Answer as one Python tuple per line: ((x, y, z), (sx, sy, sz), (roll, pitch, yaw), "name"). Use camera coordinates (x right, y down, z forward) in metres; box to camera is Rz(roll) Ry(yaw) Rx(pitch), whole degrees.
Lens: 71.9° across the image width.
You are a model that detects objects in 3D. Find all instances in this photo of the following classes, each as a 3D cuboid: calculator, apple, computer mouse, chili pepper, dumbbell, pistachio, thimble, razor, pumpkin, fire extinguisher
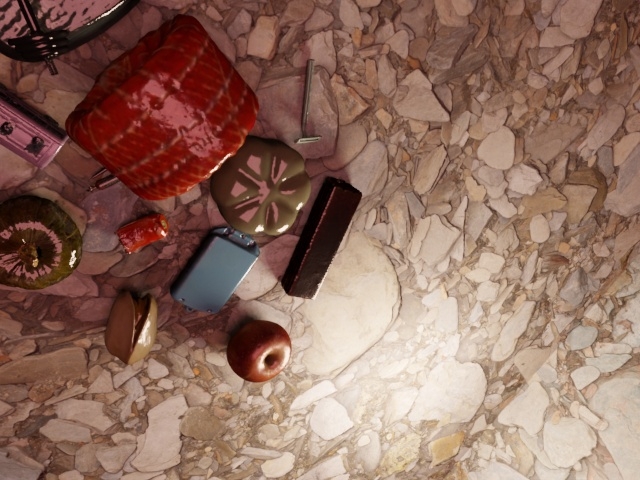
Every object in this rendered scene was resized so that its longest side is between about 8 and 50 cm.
((-0.298, 0.092, 1.261), (0.173, 0.051, 0.293), (31, 101, -34), "calculator")
((-0.194, 0.339, 1.378), (0.201, 0.162, 0.201), (-14, 116, -30), "apple")
((-0.480, -0.496, 0.835), (0.374, 0.114, 0.203), (-37, 122, 0), "computer mouse")
((-0.449, -0.021, 1.127), (0.123, 0.073, 0.070), (-24, 165, -9), "chili pepper")
((-0.500, -0.391, 0.753), (0.099, 0.099, 0.208), (-19, 121, -15), "dumbbell")
((-0.509, 0.235, 1.195), (0.130, 0.131, 0.205), (5, 109, -35), "pistachio")
((-0.315, -0.268, 0.904), (0.350, 0.350, 0.230), (-42, 127, 0), "thimble")
((-0.033, -0.364, 1.160), (0.084, 0.036, 0.211), (-17, 118, -43), "razor")
((-0.657, 0.018, 0.998), (0.219, 0.162, 0.218), (-12, 119, -23), "pumpkin")
((-0.515, -0.149, 1.051), (0.100, 0.032, 0.046), (-29, 135, -15), "fire extinguisher")

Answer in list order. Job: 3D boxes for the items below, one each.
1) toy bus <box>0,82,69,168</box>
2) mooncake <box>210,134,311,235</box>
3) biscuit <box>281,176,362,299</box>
((-0.634, -0.240, 0.903), (0.096, 0.108, 0.199), (-48, 124, 4), "toy bus")
((-0.153, -0.139, 1.161), (0.275, 0.135, 0.274), (-10, 115, -21), "mooncake")
((0.000, 0.000, 1.336), (0.107, 0.073, 0.388), (14, 108, -31), "biscuit")
